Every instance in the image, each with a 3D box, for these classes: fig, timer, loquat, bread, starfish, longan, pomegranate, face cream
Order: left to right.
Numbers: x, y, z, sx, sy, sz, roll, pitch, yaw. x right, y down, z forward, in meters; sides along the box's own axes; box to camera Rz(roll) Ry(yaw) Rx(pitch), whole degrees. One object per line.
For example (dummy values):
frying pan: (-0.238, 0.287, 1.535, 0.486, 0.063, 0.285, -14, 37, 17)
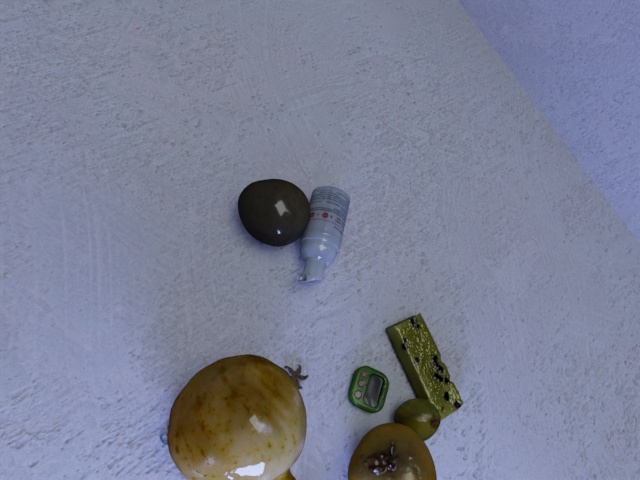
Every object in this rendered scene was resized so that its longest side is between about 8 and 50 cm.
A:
pomegranate: (-0.198, 0.511, 1.384, 0.410, 0.410, 0.410, 9, 66, -20)
longan: (-0.156, -0.102, 1.758, 0.248, 0.248, 0.248, 9, 66, -20)
starfish: (-0.077, 0.435, 1.672, 0.091, 0.028, 0.078, 8, 63, -26)
face cream: (0.000, 0.000, 1.824, 0.145, 0.145, 0.370, 21, 63, -14)
timer: (0.160, 0.496, 1.740, 0.128, 0.047, 0.140, 27, 61, -10)
loquat: (0.208, 0.685, 1.549, 0.274, 0.275, 0.275, 9, 66, -20)
fig: (0.319, 0.590, 1.724, 0.136, 0.153, 0.121, 51, 15, -14)
bread: (0.368, 0.446, 1.835, 0.138, 0.077, 0.361, -19, 77, -28)

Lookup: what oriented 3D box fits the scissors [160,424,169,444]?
scissors: (-0.393, 0.571, 1.481, 0.119, 0.014, 0.058, 35, 61, -3)
